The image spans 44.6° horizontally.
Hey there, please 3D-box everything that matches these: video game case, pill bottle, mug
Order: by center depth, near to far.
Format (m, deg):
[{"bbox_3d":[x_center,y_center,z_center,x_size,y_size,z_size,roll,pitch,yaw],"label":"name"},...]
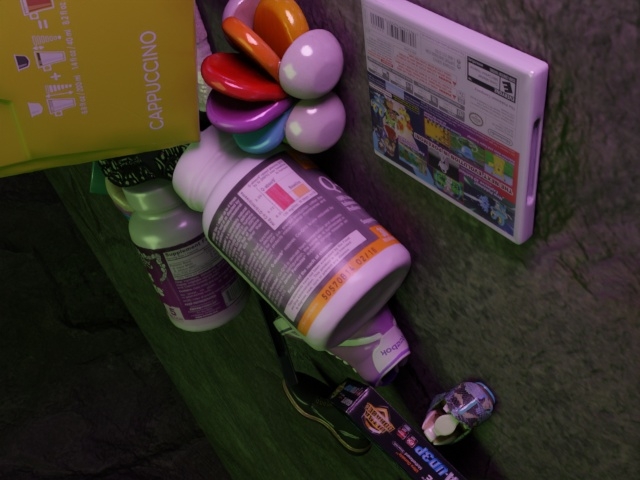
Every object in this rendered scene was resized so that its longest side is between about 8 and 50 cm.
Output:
[{"bbox_3d":[0.115,-0.113,0.704,0.201,0.023,0.183,38,151,38],"label":"video game case"},{"bbox_3d":[-0.040,-0.015,0.938,0.278,0.162,0.162,44,155,16],"label":"pill bottle"},{"bbox_3d":[-0.098,0.086,1.314,0.196,0.026,0.274,-114,6,-53],"label":"video game case"},{"bbox_3d":[-0.247,0.005,1.420,0.169,0.169,0.301,30,145,49],"label":"pill bottle"},{"bbox_3d":[-0.430,-0.153,1.644,0.158,0.097,0.129,-119,39,-61],"label":"mug"}]

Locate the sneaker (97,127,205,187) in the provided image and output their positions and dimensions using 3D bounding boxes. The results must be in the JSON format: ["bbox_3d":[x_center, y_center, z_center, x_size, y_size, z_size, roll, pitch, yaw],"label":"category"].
[{"bbox_3d":[-0.231,-0.159,1.280,0.283,0.124,0.107,4,123,33],"label":"sneaker"}]

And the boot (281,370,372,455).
[{"bbox_3d":[0.020,0.271,1.358,0.198,0.077,0.137,34,146,19],"label":"boot"}]

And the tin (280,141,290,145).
[{"bbox_3d":[-0.078,-0.120,1.079,0.106,0.040,0.190,34,148,38],"label":"tin"}]

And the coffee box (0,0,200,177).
[{"bbox_3d":[-0.321,-0.298,0.804,0.338,0.338,0.334,100,154,-55],"label":"coffee box"}]

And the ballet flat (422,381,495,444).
[{"bbox_3d":[0.162,0.229,0.999,0.070,0.070,0.188,50,157,19],"label":"ballet flat"}]

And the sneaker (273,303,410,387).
[{"bbox_3d":[0.030,0.146,1.123,0.161,0.102,0.282,56,159,-5],"label":"sneaker"}]

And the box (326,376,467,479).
[{"bbox_3d":[0.114,0.286,1.087,0.220,0.051,0.175,44,171,-2],"label":"box"}]

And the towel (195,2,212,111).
[{"bbox_3d":[-0.241,-0.305,1.160,0.282,0.049,0.187,31,146,48],"label":"towel"}]

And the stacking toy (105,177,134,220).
[{"bbox_3d":[-0.360,-0.069,1.621,0.141,0.141,0.330,53,161,11],"label":"stacking toy"}]

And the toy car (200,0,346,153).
[{"bbox_3d":[-0.063,-0.170,0.846,0.159,0.136,0.182,42,153,32],"label":"toy car"}]
